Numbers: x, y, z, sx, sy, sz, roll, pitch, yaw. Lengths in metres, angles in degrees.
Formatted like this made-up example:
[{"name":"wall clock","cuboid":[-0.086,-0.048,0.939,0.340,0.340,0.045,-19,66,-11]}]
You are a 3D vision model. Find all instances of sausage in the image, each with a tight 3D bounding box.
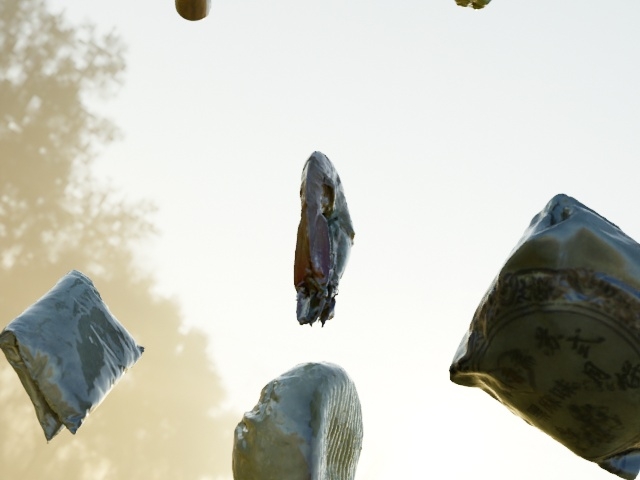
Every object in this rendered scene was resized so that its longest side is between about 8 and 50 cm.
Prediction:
[{"name":"sausage","cuboid":[-0.181,-0.422,1.960,0.066,0.066,0.301,29,-28,8]}]

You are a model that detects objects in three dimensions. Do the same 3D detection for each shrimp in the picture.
[{"name":"shrimp","cuboid":[-0.001,0.000,1.623,0.061,0.267,0.145,-1,-45,14]}]

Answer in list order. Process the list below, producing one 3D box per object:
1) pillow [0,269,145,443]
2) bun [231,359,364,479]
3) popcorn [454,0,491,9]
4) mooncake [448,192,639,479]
[{"name":"pillow","cuboid":[-0.269,0.121,1.463,0.078,0.181,0.134,-21,-75,22]},{"name":"bun","cuboid":[-0.035,0.229,1.508,0.127,0.222,0.222,4,-22,20]},{"name":"popcorn","cuboid":[0.198,-0.382,1.843,0.126,0.145,0.126,39,-30,25]},{"name":"mooncake","cuboid":[0.274,0.108,1.366,0.250,0.136,0.254,31,-46,5]}]
